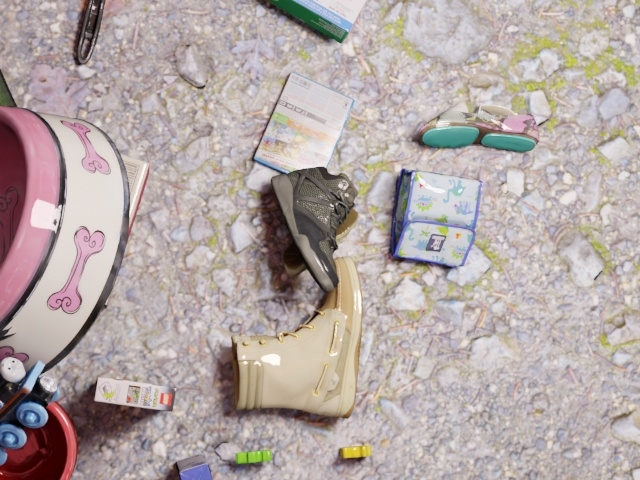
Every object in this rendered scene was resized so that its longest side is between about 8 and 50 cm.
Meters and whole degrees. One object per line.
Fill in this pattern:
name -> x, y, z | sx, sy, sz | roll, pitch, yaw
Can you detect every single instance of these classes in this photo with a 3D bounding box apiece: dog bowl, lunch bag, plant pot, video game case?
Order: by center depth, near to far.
dog bowl -> -0.464, -0.009, 1.543 | 0.150, 0.408, 0.407 | 28, 75, -50
plant pot -> -0.455, 0.309, 1.617 | 0.191, 0.174, 0.191 | 1, 82, -10
lunch bag -> 0.191, -0.037, 1.821 | 0.129, 0.096, 0.151 | 9, 96, -11
video game case -> -0.027, -0.186, 1.837 | 0.119, 0.015, 0.166 | 24, 79, -7

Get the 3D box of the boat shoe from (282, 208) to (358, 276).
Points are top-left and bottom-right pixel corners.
boat shoe -> 0.001, 0.002, 1.807 | 0.056, 0.048, 0.153 | 39, 70, 23

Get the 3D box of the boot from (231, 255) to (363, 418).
boot -> -0.041, 0.149, 1.754 | 0.204, 0.095, 0.261 | 4, 86, -8

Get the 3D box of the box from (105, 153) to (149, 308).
box -> -0.369, -0.025, 1.699 | 0.149, 0.127, 0.232 | 17, 80, -8

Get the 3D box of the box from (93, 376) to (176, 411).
box -> -0.279, 0.229, 1.641 | 0.114, 0.207, 0.036 | 10, 81, -9

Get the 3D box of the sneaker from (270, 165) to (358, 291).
sneaker -> 0.011, -0.030, 1.745 | 0.130, 0.087, 0.227 | -20, 55, 0

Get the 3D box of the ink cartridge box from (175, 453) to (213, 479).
ink cartridge box -> -0.181, 0.378, 1.639 | 0.046, 0.207, 0.097 | -15, 86, -11

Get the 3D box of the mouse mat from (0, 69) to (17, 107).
mouse mat -> -0.577, -0.231, 1.751 | 0.153, 0.007, 0.189 | -24, 88, -12

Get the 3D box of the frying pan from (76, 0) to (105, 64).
frying pan -> -0.374, -0.473, 1.800 | 0.197, 0.053, 0.326 | 35, 75, -3

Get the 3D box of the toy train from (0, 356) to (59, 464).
toy train -> -0.433, 0.228, 1.469 | 0.105, 0.080, 0.184 | 40, 117, -17

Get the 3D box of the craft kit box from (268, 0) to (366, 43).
craft kit box -> -0.013, -0.495, 1.840 | 0.250, 0.061, 0.246 | 30, 72, -6

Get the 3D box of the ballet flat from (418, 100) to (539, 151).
ballet flat -> 0.268, -0.198, 1.868 | 0.222, 0.077, 0.079 | 2, 64, -14

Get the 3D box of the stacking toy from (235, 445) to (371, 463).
stacking toy -> -0.023, 0.416, 1.746 | 0.221, 0.052, 0.166 | -2, 81, -8
